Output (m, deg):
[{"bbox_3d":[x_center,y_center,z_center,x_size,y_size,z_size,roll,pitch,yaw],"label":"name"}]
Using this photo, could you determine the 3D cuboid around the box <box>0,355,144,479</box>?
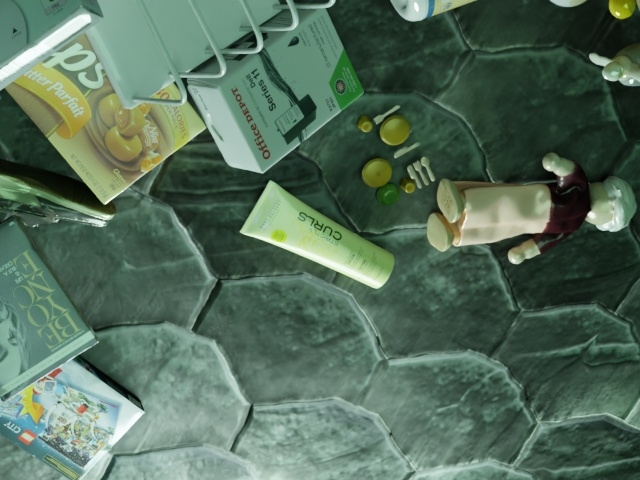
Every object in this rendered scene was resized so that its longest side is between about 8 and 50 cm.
[{"bbox_3d":[-0.405,0.245,1.972,0.159,0.044,0.233,-46,118,4],"label":"box"}]

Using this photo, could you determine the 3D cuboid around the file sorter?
[{"bbox_3d":[-0.150,-0.318,1.682,0.277,0.173,0.193,-37,117,-25],"label":"file sorter"}]

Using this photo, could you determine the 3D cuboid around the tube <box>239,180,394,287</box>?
[{"bbox_3d":[0.000,0.000,1.993,0.240,0.062,0.070,28,62,-21],"label":"tube"}]

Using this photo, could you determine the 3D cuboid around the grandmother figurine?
[{"bbox_3d":[0.349,-0.056,2.064,0.342,0.104,0.208,-3,141,-20],"label":"grandmother figurine"}]

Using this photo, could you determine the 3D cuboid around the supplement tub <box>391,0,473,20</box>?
[{"bbox_3d":[0.191,-0.403,1.828,0.199,0.144,0.144,-20,117,-8],"label":"supplement tub"}]

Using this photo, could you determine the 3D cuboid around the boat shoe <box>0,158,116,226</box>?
[{"bbox_3d":[-0.401,-0.057,1.828,0.223,0.080,0.073,18,112,-19],"label":"boat shoe"}]

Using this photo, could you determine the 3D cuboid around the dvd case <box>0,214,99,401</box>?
[{"bbox_3d":[-0.448,0.099,1.875,0.164,0.018,0.221,-32,102,-3],"label":"dvd case"}]

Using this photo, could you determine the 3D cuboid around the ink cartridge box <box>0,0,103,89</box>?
[{"bbox_3d":[-0.390,-0.319,1.612,0.189,0.232,0.066,-31,161,15],"label":"ink cartridge box"}]

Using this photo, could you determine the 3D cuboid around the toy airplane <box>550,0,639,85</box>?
[{"bbox_3d":[0.443,-0.415,1.857,0.272,0.386,0.384,-17,138,39],"label":"toy airplane"}]

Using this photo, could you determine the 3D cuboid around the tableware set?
[{"bbox_3d":[0.104,-0.129,1.991,0.104,0.024,0.154,-30,120,0],"label":"tableware set"}]

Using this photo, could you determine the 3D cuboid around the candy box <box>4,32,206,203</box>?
[{"bbox_3d":[-0.322,-0.227,1.769,0.183,0.087,0.316,-37,118,-1],"label":"candy box"}]

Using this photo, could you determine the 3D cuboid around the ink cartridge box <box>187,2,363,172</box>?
[{"bbox_3d":[-0.062,-0.214,1.824,0.208,0.087,0.153,-41,122,-22],"label":"ink cartridge box"}]
